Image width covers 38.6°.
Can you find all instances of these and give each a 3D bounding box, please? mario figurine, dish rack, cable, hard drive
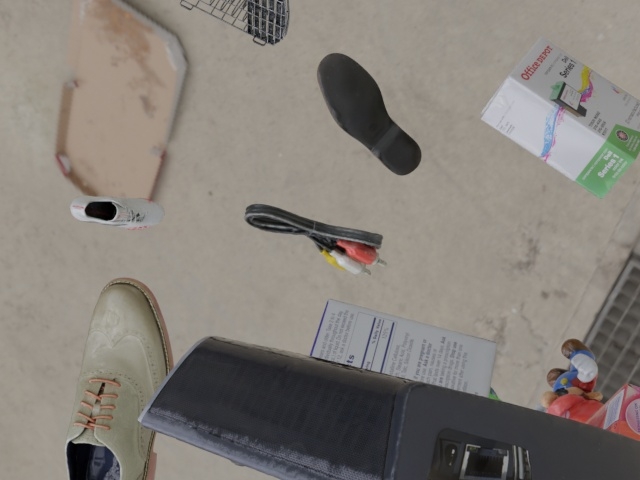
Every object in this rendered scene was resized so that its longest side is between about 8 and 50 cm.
[{"bbox_3d":[0.524,0.321,1.971,0.170,0.320,0.198,-13,104,15],"label":"mario figurine"},{"bbox_3d":[-0.167,-0.448,1.566,0.272,0.074,0.208,28,162,5],"label":"dish rack"},{"bbox_3d":[0.000,0.000,1.683,0.287,0.072,0.139,18,160,-33],"label":"cable"},{"bbox_3d":[0.066,0.099,0.419,0.255,0.054,0.172,23,168,-39],"label":"hard drive"}]

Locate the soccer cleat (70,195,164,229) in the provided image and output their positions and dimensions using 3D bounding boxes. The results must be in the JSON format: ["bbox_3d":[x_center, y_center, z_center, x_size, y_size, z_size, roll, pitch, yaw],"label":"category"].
[{"bbox_3d":[-0.168,-0.024,0.770,0.036,0.083,0.029,12,95,57],"label":"soccer cleat"}]

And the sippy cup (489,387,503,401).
[{"bbox_3d":[0.235,0.339,1.566,0.224,0.240,0.305,46,-178,-27],"label":"sippy cup"}]

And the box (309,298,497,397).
[{"bbox_3d":[0.052,0.129,0.690,0.137,0.126,0.072,15,144,6],"label":"box"}]

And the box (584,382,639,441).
[{"bbox_3d":[0.320,0.280,0.936,0.142,0.154,0.300,18,153,8],"label":"box"}]

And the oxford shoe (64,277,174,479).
[{"bbox_3d":[-0.317,0.257,1.413,0.141,0.146,0.396,1,91,11],"label":"oxford shoe"}]

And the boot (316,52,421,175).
[{"bbox_3d":[0.083,-0.261,1.870,0.305,0.112,0.115,49,-179,-29],"label":"boot"}]

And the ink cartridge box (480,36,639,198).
[{"bbox_3d":[0.474,-0.239,1.740,0.278,0.201,0.117,35,135,7],"label":"ink cartridge box"}]
